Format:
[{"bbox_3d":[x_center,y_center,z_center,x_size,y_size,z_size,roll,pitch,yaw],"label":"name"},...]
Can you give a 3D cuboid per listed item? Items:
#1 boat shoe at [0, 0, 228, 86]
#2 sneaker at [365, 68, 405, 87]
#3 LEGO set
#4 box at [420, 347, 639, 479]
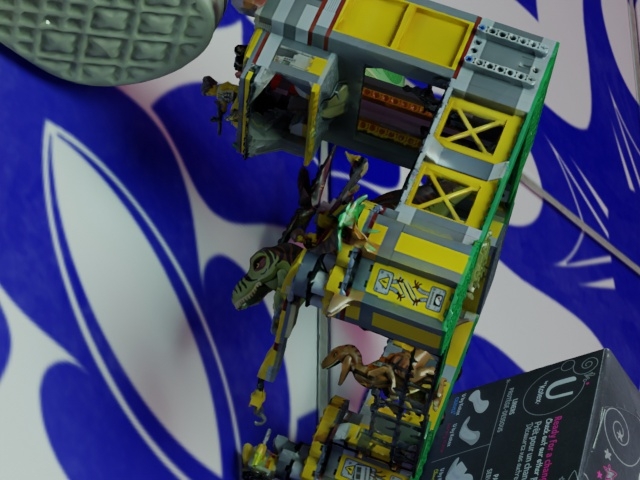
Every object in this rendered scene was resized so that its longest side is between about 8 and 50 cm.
[{"bbox_3d":[-0.214,-0.265,0.979,0.500,0.187,0.156,41,39,-47],"label":"boat shoe"},{"bbox_3d":[0.038,-0.213,1.376,0.109,0.123,0.295,35,46,-43],"label":"sneaker"},{"bbox_3d":[0.000,0.000,1.110,0.331,0.192,0.255,92,19,-65],"label":"LEGO set"},{"bbox_3d":[0.190,0.225,1.328,0.247,0.142,0.163,52,35,-24],"label":"box"}]
